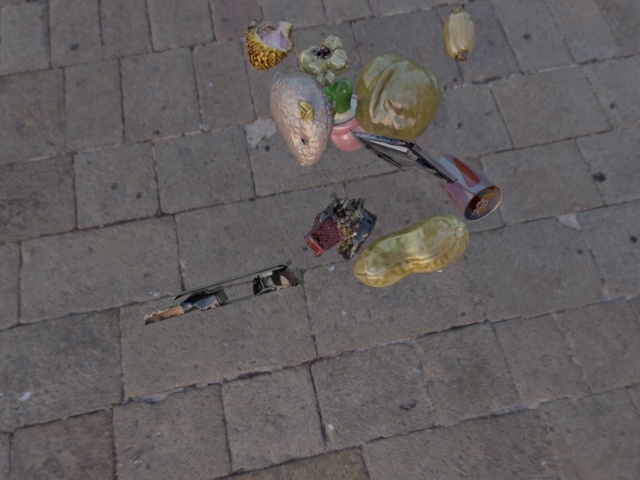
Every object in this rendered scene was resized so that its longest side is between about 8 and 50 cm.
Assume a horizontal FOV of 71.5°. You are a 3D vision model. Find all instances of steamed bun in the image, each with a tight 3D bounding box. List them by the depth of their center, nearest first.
[{"bbox_3d":[0.010,-0.637,1.583,0.178,0.106,0.192,-25,57,9],"label":"steamed bun"}]

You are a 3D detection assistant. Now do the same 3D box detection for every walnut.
[{"bbox_3d":[0.254,-0.476,1.509,0.254,0.276,0.282,-1,35,-21],"label":"walnut"}]

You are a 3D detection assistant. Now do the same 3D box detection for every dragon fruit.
[{"bbox_3d":[0.000,0.000,1.507,0.102,0.096,0.147,51,45,4],"label":"dragon fruit"}]

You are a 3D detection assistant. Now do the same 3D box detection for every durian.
[{"bbox_3d":[-0.218,-0.815,1.912,0.186,0.195,0.305,40,39,-2],"label":"durian"}]

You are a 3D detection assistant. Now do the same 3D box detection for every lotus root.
[{"bbox_3d":[0.328,-0.491,1.053,0.073,0.062,0.150,-4,79,24],"label":"lotus root"}]

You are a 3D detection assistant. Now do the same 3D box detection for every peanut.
[{"bbox_3d":[0.228,0.030,1.128,0.306,0.147,0.146,-19,72,8],"label":"peanut"}]

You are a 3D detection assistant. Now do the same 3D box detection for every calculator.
[{"bbox_3d":[0.188,-0.182,0.983,0.166,0.274,0.028,25,95,36],"label":"calculator"}]

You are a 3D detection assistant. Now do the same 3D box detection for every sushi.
[{"bbox_3d":[0.085,-0.057,1.696,0.219,0.225,0.238,24,87,-4],"label":"sushi"}]

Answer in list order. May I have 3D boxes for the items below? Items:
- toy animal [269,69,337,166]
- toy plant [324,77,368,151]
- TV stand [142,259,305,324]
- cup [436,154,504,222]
[{"bbox_3d":[-0.061,-0.446,1.512,0.188,0.226,0.358,-20,76,-40],"label":"toy animal"},{"bbox_3d":[0.072,-0.567,1.904,0.211,0.356,0.317,-43,47,1],"label":"toy plant"},{"bbox_3d":[-0.148,0.081,0.660,0.249,0.036,0.042,-17,97,11],"label":"TV stand"},{"bbox_3d":[0.622,-0.242,1.928,0.203,0.203,0.288,-25,50,-9],"label":"cup"}]
